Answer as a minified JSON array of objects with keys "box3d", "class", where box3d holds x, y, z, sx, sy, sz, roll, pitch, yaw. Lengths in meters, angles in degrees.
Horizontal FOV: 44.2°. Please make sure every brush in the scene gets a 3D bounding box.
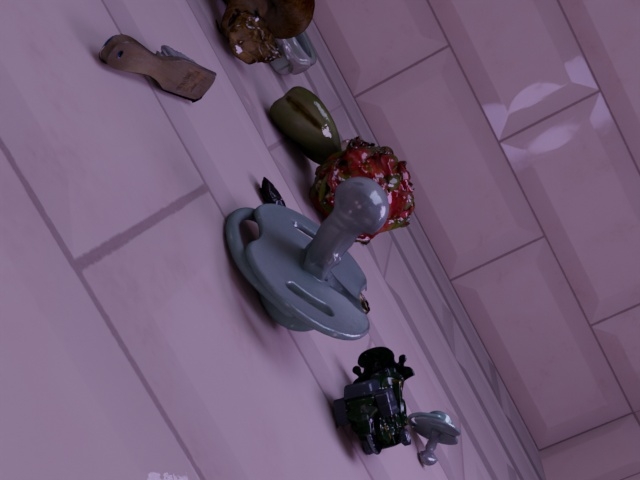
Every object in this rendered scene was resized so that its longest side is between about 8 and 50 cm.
[{"box3d":[-0.264,-0.287,1.267,0.065,0.070,0.327,47,13,9],"class":"brush"}]

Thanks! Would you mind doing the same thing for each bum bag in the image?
[{"box3d":[-0.087,-0.070,1.566,0.124,0.034,0.058,62,0,-8],"class":"bum bag"}]

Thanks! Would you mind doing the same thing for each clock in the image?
[{"box3d":[-0.122,-0.606,2.302,0.265,0.108,0.324,61,14,-15],"class":"clock"}]

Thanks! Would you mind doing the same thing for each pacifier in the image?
[{"box3d":[0.000,0.000,1.301,0.288,0.269,0.343,32,20,-16],"class":"pacifier"},{"box3d":[0.245,0.443,1.762,0.150,0.126,0.117,95,18,-63],"class":"pacifier"}]

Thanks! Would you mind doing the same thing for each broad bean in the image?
[{"box3d":[-0.022,-0.283,2.003,0.189,0.121,0.263,38,-3,29],"class":"broad bean"}]

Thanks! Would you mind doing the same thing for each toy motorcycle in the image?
[{"box3d":[0.105,0.288,1.437,0.274,0.124,0.187,19,55,-71],"class":"toy motorcycle"}]

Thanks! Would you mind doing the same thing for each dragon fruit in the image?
[{"box3d":[0.103,-0.122,1.958,0.302,0.237,0.231,18,46,-43],"class":"dragon fruit"}]

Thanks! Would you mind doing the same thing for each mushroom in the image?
[{"box3d":[-0.168,-0.609,1.967,0.334,0.356,0.331,24,0,31],"class":"mushroom"}]

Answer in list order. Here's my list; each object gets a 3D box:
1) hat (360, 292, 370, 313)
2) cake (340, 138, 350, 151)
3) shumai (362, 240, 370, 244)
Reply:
[{"box3d":[0.057,0.137,1.673,0.077,0.059,0.076,58,29,-1],"class":"hat"},{"box3d":[0.080,-0.223,2.328,0.090,0.109,0.225,66,14,12],"class":"cake"},{"box3d":[0.141,-0.050,2.282,0.099,0.087,0.124,56,17,-35],"class":"shumai"}]
